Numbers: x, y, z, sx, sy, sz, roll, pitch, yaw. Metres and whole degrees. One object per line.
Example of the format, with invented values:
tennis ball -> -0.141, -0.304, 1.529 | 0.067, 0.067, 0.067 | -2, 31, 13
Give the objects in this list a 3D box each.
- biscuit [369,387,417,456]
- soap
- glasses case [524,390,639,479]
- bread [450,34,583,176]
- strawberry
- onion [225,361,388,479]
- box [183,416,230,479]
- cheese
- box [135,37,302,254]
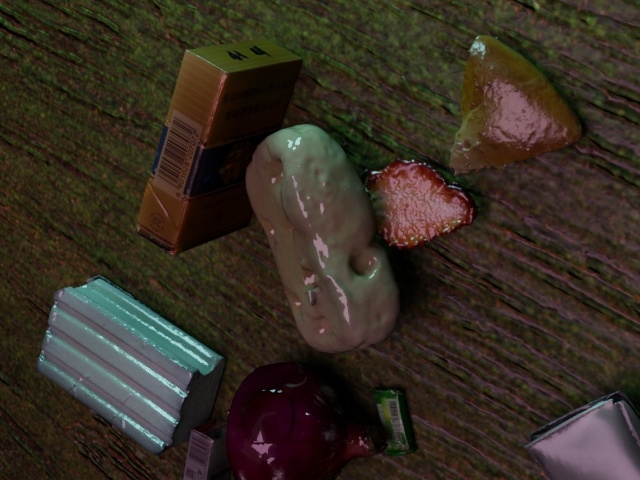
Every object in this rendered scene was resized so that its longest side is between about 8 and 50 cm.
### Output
biscuit -> 0.089, 0.217, 1.391 | 0.046, 0.016, 0.089 | -8, 98, 37
soap -> -0.261, 0.166, 1.574 | 0.261, 0.094, 0.150 | 30, 113, 25
glasses case -> 0.351, 0.293, 1.194 | 0.128, 0.083, 0.308 | -43, 78, 29
bread -> 0.205, -0.122, 1.196 | 0.136, 0.054, 0.154 | 18, 115, 26
strawberry -> 0.106, -0.040, 1.289 | 0.152, 0.048, 0.104 | 10, 103, 28
onion -> -0.023, 0.225, 1.381 | 0.198, 0.135, 0.173 | -6, 63, 24
box -> -0.159, 0.346, 1.573 | 0.039, 0.055, 0.218 | 23, 115, 29
cheese -> -0.002, 0.000, 1.315 | 0.159, 0.093, 0.263 | -17, 93, 63
box -> -0.118, -0.111, 1.355 | 0.070, 0.152, 0.237 | 34, 120, 21
